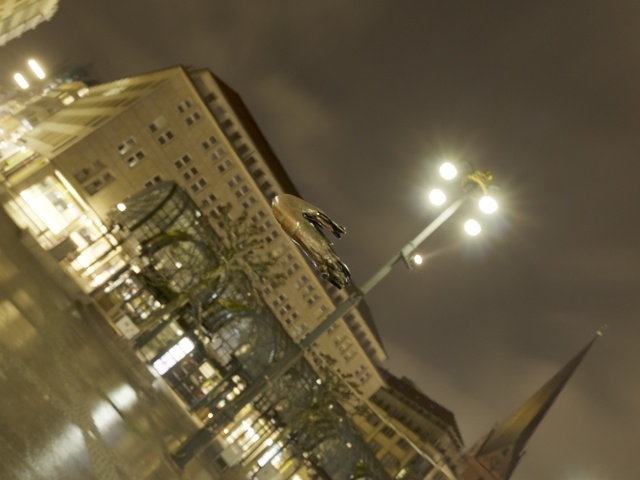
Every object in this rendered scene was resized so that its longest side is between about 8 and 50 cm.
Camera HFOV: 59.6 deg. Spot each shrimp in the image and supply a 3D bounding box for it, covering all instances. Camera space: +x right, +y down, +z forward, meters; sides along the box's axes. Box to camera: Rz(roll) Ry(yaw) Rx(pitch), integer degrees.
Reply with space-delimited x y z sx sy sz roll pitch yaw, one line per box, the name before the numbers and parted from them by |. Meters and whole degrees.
shrimp | 0.000 0.000 0.988 0.152 0.046 0.219 7 40 -55
